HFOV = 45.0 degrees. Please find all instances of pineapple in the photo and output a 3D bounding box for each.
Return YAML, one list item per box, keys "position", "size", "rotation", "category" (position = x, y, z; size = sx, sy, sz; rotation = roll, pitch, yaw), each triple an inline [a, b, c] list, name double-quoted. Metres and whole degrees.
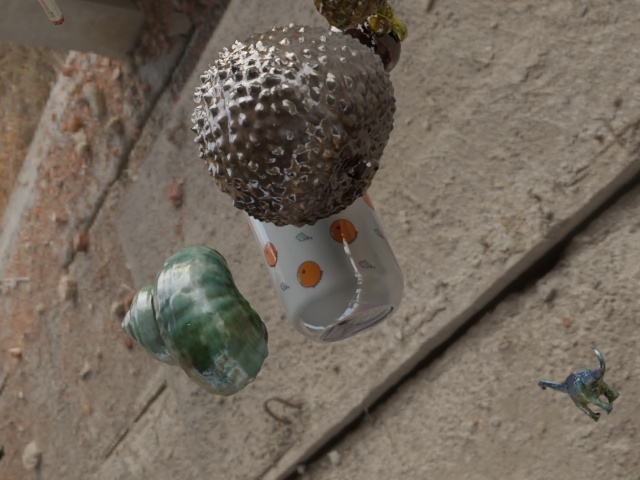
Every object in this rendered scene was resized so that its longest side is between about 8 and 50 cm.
- position: [0.106, -0.456, 1.308]
  size: [0.248, 0.128, 0.128]
  rotation: [-22, 74, 31]
  category: "pineapple"

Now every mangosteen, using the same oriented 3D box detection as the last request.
- position: [0.118, -0.502, 1.886]
  size: [0.192, 0.192, 0.217]
  rotation: [61, 140, 29]
  category: "mangosteen"

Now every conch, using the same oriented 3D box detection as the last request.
- position: [-0.191, 0.117, 1.161]
  size: [0.277, 0.195, 0.220]
  rotation: [-3, 84, 28]
  category: "conch"

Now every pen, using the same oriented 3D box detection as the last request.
- position: [-0.482, -0.431, 1.330]
  size: [0.218, 0.026, 0.026]
  rotation: [105, 156, -79]
  category: "pen"

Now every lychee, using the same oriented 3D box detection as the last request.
- position: [-0.035, -0.164, 1.057]
  size: [0.300, 0.300, 0.299]
  rotation: [1, 92, 50]
  category: "lychee"

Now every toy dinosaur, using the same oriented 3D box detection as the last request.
- position: [0.618, 0.344, 1.793]
  size: [0.147, 0.076, 0.363]
  rotation: [37, 162, 10]
  category: "toy dinosaur"

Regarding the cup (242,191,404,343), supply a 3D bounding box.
- position: [0.000, 0.000, 1.299]
  size: [0.212, 0.212, 0.317]
  rotation: [-42, 62, 42]
  category: "cup"
